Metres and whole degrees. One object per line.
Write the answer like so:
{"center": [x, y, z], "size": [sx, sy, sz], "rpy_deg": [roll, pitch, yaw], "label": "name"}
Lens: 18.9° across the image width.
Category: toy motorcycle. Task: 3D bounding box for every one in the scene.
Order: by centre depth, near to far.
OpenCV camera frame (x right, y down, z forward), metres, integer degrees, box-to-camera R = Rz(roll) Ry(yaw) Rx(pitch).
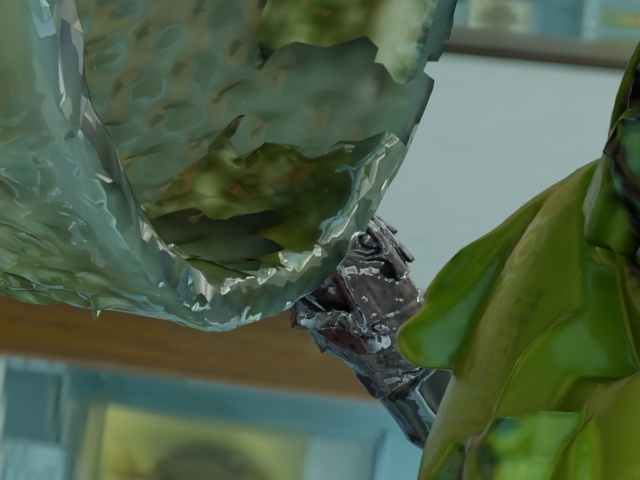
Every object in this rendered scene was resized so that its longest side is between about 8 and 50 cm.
{"center": [0.085, 0.108, 0.496], "size": [0.206, 0.142, 0.342], "rpy_deg": [40, 52, -82], "label": "toy motorcycle"}

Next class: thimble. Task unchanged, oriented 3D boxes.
{"center": [-0.067, -0.118, 0.490], "size": [0.271, 0.150, 0.270], "rpy_deg": [8, 90, -68], "label": "thimble"}

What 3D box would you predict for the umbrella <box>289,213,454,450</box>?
{"center": [0.000, 0.000, 1.235], "size": [0.326, 0.090, 0.094], "rpy_deg": [56, 1, -18], "label": "umbrella"}
